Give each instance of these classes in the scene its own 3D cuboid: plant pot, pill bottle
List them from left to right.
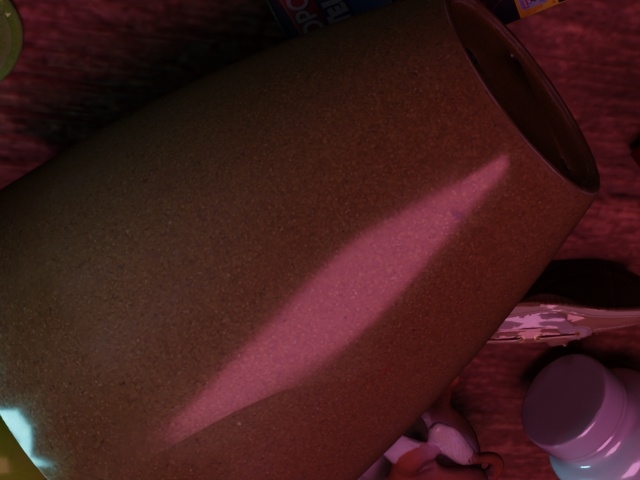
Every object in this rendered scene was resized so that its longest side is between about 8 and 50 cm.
[{"bbox_3d":[0.000,0.000,0.656,0.254,0.237,0.237,-36,126,22],"label":"plant pot"},{"bbox_3d":[0.217,0.146,0.926,0.169,0.094,0.094,35,111,-32],"label":"pill bottle"}]

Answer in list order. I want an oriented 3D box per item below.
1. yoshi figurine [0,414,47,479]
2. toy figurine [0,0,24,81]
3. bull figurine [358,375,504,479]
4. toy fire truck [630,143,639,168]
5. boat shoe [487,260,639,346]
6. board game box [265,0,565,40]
[{"bbox_3d":[-0.299,0.026,0.700,0.362,0.203,0.203,26,76,-13],"label":"yoshi figurine"},{"bbox_3d":[-0.206,-0.091,0.608,0.130,0.159,0.173,-35,127,13],"label":"toy figurine"},{"bbox_3d":[-0.035,0.165,0.868,0.310,0.101,0.188,-18,140,-3],"label":"bull figurine"},{"bbox_3d":[0.247,-0.012,0.791,0.192,0.135,0.047,34,112,-31],"label":"toy fire truck"},{"bbox_3d":[0.149,0.044,0.867,0.135,0.050,0.045,1,129,-2],"label":"boat shoe"},{"bbox_3d":[0.005,-0.170,0.656,0.194,0.060,0.194,-19,136,12],"label":"board game box"}]
